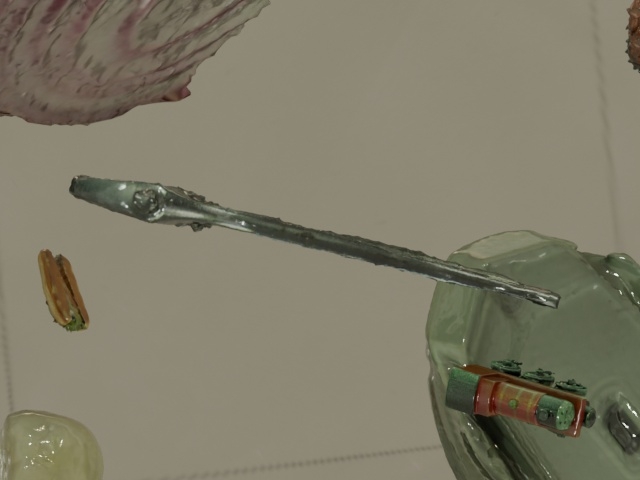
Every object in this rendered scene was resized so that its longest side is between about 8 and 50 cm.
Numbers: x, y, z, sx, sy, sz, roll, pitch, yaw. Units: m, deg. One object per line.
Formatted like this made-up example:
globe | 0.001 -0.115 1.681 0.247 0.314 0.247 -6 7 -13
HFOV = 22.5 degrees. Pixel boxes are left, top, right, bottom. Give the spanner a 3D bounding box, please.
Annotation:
spanner | 0.000 0.000 1.031 0.325 0.093 0.026 13 91 -10

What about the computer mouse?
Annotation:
computer mouse | 0.228 0.175 1.376 0.228 0.145 0.429 -45 103 -28

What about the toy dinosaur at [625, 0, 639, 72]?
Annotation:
toy dinosaur | 0.324 -0.186 1.580 0.049 0.055 0.154 -1 55 -2

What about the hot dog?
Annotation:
hot dog | -0.207 0.043 1.282 0.021 0.083 0.037 -39 139 21

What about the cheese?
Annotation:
cheese | -0.249 0.239 1.443 0.093 0.263 0.159 6 78 -13

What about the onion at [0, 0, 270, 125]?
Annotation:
onion | -0.094 -0.163 0.501 0.207 0.206 0.216 49 114 16

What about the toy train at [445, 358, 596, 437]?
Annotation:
toy train | 0.148 0.116 1.171 0.103 0.064 0.044 15 97 32
